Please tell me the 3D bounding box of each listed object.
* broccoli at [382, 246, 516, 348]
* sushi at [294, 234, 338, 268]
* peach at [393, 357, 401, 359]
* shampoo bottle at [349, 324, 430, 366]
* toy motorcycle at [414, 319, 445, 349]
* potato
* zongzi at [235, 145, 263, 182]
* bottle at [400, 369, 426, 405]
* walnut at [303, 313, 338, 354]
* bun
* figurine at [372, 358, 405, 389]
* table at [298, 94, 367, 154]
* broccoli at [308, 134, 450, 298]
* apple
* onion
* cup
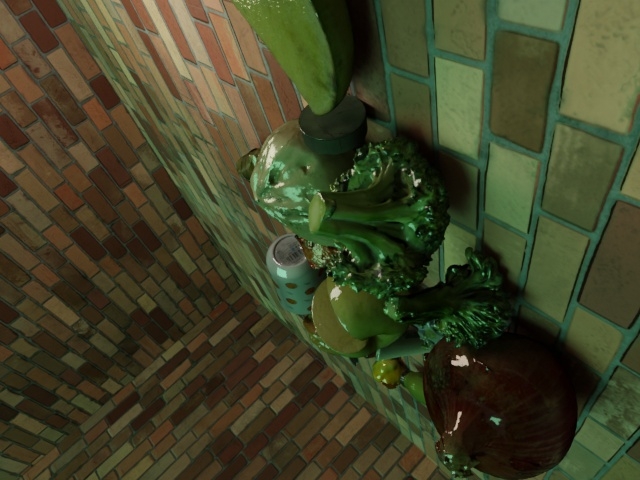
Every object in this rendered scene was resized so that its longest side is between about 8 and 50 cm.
[{"bbox_3d":[0.271,0.110,0.946,0.275,0.198,0.177,22,-155,-41],"label":"broccoli"},{"bbox_3d":[0.000,0.000,1.435,0.124,0.130,0.332,58,-179,-13],"label":"sushi"},{"bbox_3d":[0.220,0.321,1.672,0.279,0.068,0.189,41,-160,-26],"label":"peach"},{"bbox_3d":[0.198,0.331,1.500,0.153,0.284,0.071,30,122,50],"label":"shampoo bottle"},{"bbox_3d":[0.320,0.253,1.371,0.152,0.073,0.225,41,159,27],"label":"toy motorcycle"},{"bbox_3d":[-0.020,-0.353,0.843,0.269,0.112,0.255,35,162,43],"label":"potato"},{"bbox_3d":[-0.149,-0.180,1.492,0.242,0.112,0.221,53,160,-18],"label":"zongzi"},{"bbox_3d":[0.388,0.540,1.743,0.112,0.112,0.260,53,162,-16],"label":"bottle"},{"bbox_3d":[0.046,0.352,1.971,0.257,0.257,0.224,26,119,50],"label":"walnut"},{"bbox_3d":[-0.017,-0.117,1.140,0.326,0.234,0.362,41,168,6],"label":"bun"},{"bbox_3d":[0.256,0.511,1.998,0.246,0.131,0.156,48,151,37],"label":"figurine"},{"bbox_3d":[0.026,-0.231,0.944,0.133,0.133,0.043,37,160,32],"label":"table"},{"bbox_3d":[0.105,-0.038,0.897,0.235,0.260,0.287,95,169,-67],"label":"broccoli"},{"bbox_3d":[0.114,0.187,1.367,0.291,0.292,0.254,76,176,-55],"label":"apple"},{"bbox_3d":[0.388,0.354,1.077,0.354,0.354,0.353,42,161,18],"label":"onion"},{"bbox_3d":[-0.085,0.121,1.810,0.212,0.212,0.317,39,159,27],"label":"cup"}]
